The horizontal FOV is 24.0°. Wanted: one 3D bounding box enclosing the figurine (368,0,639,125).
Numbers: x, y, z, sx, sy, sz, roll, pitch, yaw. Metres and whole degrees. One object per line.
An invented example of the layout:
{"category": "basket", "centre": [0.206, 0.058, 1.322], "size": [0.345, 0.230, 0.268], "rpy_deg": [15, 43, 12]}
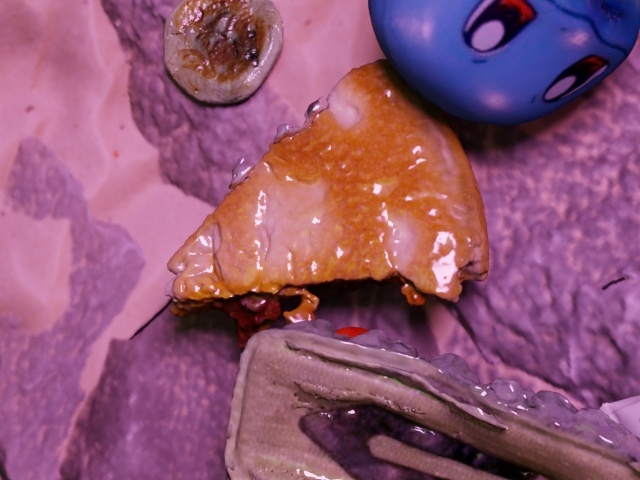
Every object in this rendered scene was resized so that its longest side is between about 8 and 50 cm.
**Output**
{"category": "figurine", "centre": [0.170, -0.260, 0.796], "size": [0.243, 0.298, 0.416], "rpy_deg": [10, 74, 52]}

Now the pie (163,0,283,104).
{"category": "pie", "centre": [-0.063, -0.126, 0.949], "size": [0.085, 0.017, 0.085], "rpy_deg": [-5, 75, 18]}

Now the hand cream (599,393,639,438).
{"category": "hand cream", "centre": [0.243, 0.075, 0.783], "size": [0.194, 0.042, 0.067], "rpy_deg": [-29, 77, 16]}

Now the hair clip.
{"category": "hair clip", "centre": [0.104, 0.128, 0.786], "size": [0.321, 0.091, 0.138], "rpy_deg": [22, 116, 21]}

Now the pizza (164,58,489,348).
{"category": "pizza", "centre": [0.000, -0.001, 0.867], "size": [0.194, 0.069, 0.154], "rpy_deg": [-27, 69, 11]}
